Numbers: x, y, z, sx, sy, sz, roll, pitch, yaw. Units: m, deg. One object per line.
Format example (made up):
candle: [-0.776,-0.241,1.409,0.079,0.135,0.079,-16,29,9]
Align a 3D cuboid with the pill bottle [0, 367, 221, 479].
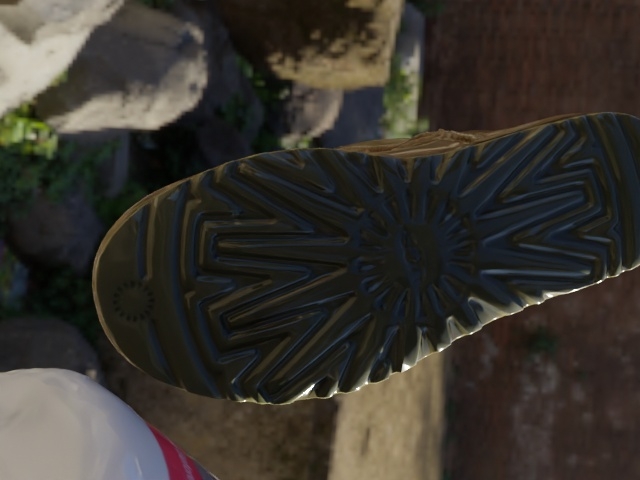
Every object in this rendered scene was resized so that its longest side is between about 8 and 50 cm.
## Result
pill bottle: [-0.027,0.198,0.450,0.318,0.176,0.176,45,41,-31]

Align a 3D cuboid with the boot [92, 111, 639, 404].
boot: [0.000,0.000,0.607,0.269,0.236,0.089,-172,-106,-73]
